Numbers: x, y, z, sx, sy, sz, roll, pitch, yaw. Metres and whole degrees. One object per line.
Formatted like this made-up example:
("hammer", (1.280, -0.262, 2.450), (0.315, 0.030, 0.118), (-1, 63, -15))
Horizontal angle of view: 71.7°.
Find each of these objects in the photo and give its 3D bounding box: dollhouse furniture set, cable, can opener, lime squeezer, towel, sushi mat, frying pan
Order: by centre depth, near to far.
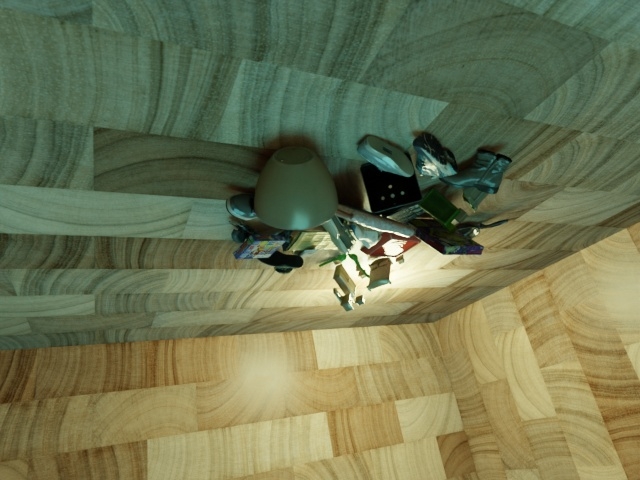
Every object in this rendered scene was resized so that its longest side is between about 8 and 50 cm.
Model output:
("towel", (0.150, -0.096, 1.732), (0.332, 0.053, 0.317), (11, -171, -39))
("dollhouse furniture set", (0.595, -0.199, 1.899), (0.301, 0.151, 0.197), (-49, 152, 9))
("can opener", (-0.312, -0.016, 1.899), (0.074, 0.093, 0.280), (20, 171, 24))
("cable", (-0.154, -0.037, 1.993), (0.140, 0.072, 0.287), (13, 138, -10))
("sushi mat", (0.000, 0.000, 2.068), (0.317, 0.019, 0.151), (-1, 145, -41))
("frying pan", (0.779, -0.061, 2.298), (0.197, 0.053, 0.326), (10, 147, -38))
("lime squeezer", (0.137, 0.118, 2.372), (0.310, 0.109, 0.059), (10, -173, 32))
("dollhouse furniture set", (0.262, 0.182, 2.414), (0.356, 0.303, 0.173), (-24, 115, 24))

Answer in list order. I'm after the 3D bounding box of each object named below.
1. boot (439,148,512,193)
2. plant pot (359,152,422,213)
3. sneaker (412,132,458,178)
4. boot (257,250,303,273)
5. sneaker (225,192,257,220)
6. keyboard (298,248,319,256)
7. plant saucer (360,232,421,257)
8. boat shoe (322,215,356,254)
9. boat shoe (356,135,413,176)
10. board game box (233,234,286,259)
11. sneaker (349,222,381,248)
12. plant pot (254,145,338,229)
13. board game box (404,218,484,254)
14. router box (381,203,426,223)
("boot", (0.593, -0.282, 1.710), (0.247, 0.083, 0.161), (12, 128, 8))
("plant pot", (0.269, -0.190, 1.666), (0.188, 0.188, 0.167), (-15, 165, 9))
("sneaker", (0.391, -0.282, 1.592), (0.122, 0.110, 0.283), (-23, 153, 32))
("boot", (-0.221, 0.113, 2.221), (0.236, 0.085, 0.178), (12, 160, -18))
("sneaker", (-0.181, -0.138, 1.627), (0.296, 0.123, 0.178), (1, 163, -42))
("keyboard", (-0.063, 0.064, 2.183), (0.072, 0.014, 0.256), (-11, 174, -12))
("plant saucer", (0.383, 0.025, 2.327), (0.258, 0.047, 0.259), (6, 150, -32))
("boat shoe", (0.080, -0.054, 1.966), (0.091, 0.109, 0.305), (-44, 142, -11))
("boat shoe", (0.224, -0.282, 1.536), (0.228, 0.079, 0.081), (27, 149, -27))
("board game box", (-0.257, 0.028, 1.899), (0.136, 0.035, 0.201), (-42, 158, 28))
("sneaker", (0.210, -0.040, 2.084), (0.092, 0.087, 0.229), (-36, 150, 15))
("plant pot", (-0.082, -0.194, 1.443), (0.284, 0.284, 0.191), (-7, 128, -9))
("board game box", (0.537, -0.022, 1.996), (0.208, 0.347, 0.056), (-4, 113, -20))
("router box", (0.380, -0.130, 1.986), (0.179, 0.046, 0.133), (-25, 152, 28))
